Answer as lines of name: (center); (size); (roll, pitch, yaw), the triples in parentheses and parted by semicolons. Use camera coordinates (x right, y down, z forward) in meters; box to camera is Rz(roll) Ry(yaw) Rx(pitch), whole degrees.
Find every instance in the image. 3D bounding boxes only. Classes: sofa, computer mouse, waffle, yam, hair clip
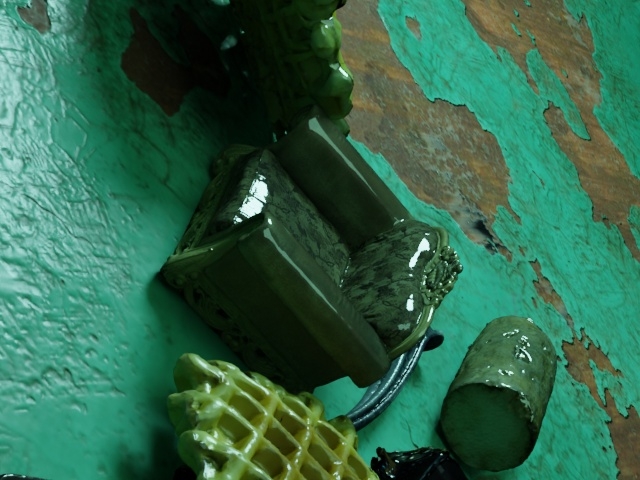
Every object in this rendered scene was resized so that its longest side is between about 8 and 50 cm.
sofa: (0.000, 0.000, 1.400); (0.200, 0.182, 0.258); (48, 29, -17)
computer mouse: (0.104, 0.246, 1.357); (0.146, 0.077, 0.241); (63, 5, -5)
waffle: (-0.017, 0.201, 1.192); (0.250, 0.056, 0.261); (27, 30, -48)
waffle: (-0.047, -0.246, 1.546); (0.297, 0.073, 0.317); (95, -29, -55)
yam: (0.199, 0.159, 1.649); (0.107, 0.107, 0.194); (54, 27, -8)
hair clip: (0.061, 0.136, 1.509); (0.083, 0.048, 0.275); (57, 28, -11)

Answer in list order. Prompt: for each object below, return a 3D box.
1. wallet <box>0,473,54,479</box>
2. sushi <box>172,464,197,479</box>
wallet: (-0.188, 0.235, 1.032); (0.082, 0.018, 0.156); (23, 44, -47)
sushi: (-0.081, 0.215, 1.186); (0.085, 0.056, 0.083); (24, 39, -45)
